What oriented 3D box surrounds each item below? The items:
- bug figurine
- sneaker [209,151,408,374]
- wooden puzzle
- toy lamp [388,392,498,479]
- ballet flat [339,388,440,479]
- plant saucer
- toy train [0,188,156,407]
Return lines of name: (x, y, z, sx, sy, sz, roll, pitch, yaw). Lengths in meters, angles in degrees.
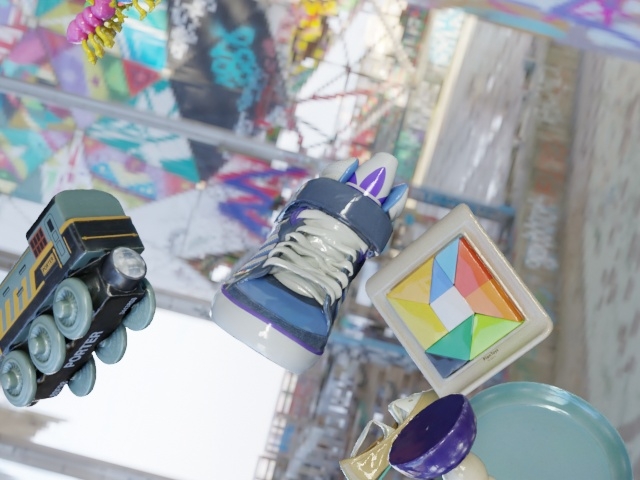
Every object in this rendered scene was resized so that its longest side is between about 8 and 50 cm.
bug figurine: (-0.268, -0.361, 1.610, 0.216, 0.072, 0.279, -41, 21, 20)
sneaker: (0.000, 0.000, 1.246, 0.236, 0.130, 0.323, -58, -1, 7)
wooden puzzle: (0.199, 0.099, 1.726, 0.221, 0.239, 0.044, -41, -17, 27)
toy lamp: (0.158, 0.232, 0.815, 0.080, 0.275, 0.080, -40, 10, 8)
ballet flat: (0.121, 0.296, 1.821, 0.232, 0.073, 0.080, -44, -3, -25)
plant saucer: (0.368, 0.381, 1.948, 0.044, 0.317, 0.317, 99, -176, -47)
toy train: (-0.340, 0.083, 1.514, 0.334, 0.142, 0.190, -46, 61, 38)
